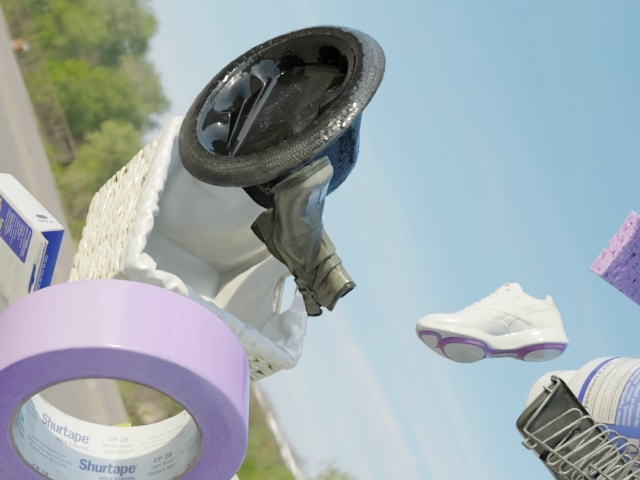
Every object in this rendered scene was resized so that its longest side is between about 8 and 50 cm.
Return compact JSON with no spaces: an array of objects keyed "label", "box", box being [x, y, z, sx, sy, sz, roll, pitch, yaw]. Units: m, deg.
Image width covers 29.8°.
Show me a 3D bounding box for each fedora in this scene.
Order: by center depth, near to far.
[{"label":"fedora","box":[-0.037,-0.159,1.734,0.152,0.334,0.334,64,-3,-39]}]

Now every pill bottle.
[{"label":"pill bottle","box":[0.353,0.202,1.291,0.272,0.152,0.152,-5,-74,54]}]

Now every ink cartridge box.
[{"label":"ink cartridge box","box":[-0.532,0.012,2.123,0.332,0.065,0.165,38,-64,49]}]

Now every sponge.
[{"label":"sponge","box":[0.536,0.046,1.975,0.210,0.117,0.031,31,5,-41]}]

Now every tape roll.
[{"label":"tape roll","box":[-0.208,0.165,1.203,0.090,0.274,0.275,-90,172,-47]}]

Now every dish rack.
[{"label":"dish rack","box":[0.280,0.243,1.071,0.208,0.074,0.271,51,-3,-10]}]

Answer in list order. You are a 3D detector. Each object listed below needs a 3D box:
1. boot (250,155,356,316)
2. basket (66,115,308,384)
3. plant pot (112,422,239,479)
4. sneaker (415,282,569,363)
[{"label":"boot","box":[0.000,0.000,1.553,0.161,0.083,0.246,55,-23,9]},{"label":"basket","box":[-0.211,0.045,1.939,0.331,0.266,0.328,35,43,-27]},{"label":"plant pot","box":[-0.225,0.394,1.678,0.228,0.207,0.227,23,15,-32]},{"label":"sneaker","box":[0.325,0.158,2.336,0.114,0.305,0.152,118,-28,-57]}]
